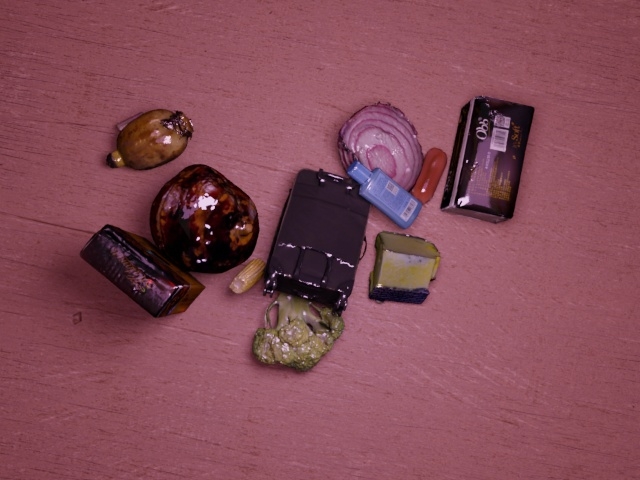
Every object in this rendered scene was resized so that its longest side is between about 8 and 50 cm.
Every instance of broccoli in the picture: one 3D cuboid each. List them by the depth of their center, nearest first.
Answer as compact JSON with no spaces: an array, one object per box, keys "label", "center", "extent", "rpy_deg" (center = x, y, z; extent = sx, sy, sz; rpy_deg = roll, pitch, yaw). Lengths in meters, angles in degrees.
[{"label":"broccoli","center":[-0.057,0.253,1.759],"extent":[0.254,0.186,0.302],"rpy_deg":[20,88,7]}]

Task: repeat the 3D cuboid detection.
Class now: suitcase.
[{"label":"suitcase","center":[0.000,0.000,1.749],"extent":[0.283,0.194,0.434],"rpy_deg":[16,64,-4]}]

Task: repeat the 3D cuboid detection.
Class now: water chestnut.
[{"label":"water chestnut","center":[-0.368,-0.062,1.746],"extent":[0.335,0.347,0.335],"rpy_deg":[-13,110,-41]}]

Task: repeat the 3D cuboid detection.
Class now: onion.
[{"label":"onion","center":[0.191,-0.278,1.857],"extent":[0.280,0.146,0.314],"rpy_deg":[-44,103,-27]}]

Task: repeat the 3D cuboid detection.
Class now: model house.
[{"label":"model house","center":[0.259,0.103,1.833],"extent":[0.194,0.170,0.211],"rpy_deg":[7,112,-8]}]

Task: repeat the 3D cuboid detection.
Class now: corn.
[{"label":"corn","center":[-0.221,0.110,1.773],"extent":[0.085,0.165,0.063],"rpy_deg":[-36,95,25]}]

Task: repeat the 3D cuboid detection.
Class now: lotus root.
[{"label":"lotus root","center":[-0.536,-0.314,1.824],"extent":[0.314,0.141,0.169],"rpy_deg":[-24,82,4]}]

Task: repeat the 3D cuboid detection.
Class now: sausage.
[{"label":"sausage","center":[0.356,-0.212,1.885],"extent":[0.077,0.077,0.194],"rpy_deg":[25,82,0]}]

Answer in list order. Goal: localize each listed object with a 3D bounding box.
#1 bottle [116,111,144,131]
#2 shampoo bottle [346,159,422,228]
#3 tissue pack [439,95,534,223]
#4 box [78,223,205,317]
[{"label":"bottle","center":[-0.610,-0.378,1.874],"extent":[0.096,0.045,0.045],"rpy_deg":[-31,86,-6]},{"label":"shampoo bottle","center":[0.189,-0.147,1.744],"extent":[0.258,0.061,0.104],"rpy_deg":[37,79,-19]},{"label":"tissue pack","center":[0.524,-0.256,1.824],"extent":[0.210,0.198,0.370],"rpy_deg":[13,87,4]},{"label":"box","center":[-0.485,0.093,1.640],"extent":[0.264,0.415,0.116],"rpy_deg":[40,84,2]}]
